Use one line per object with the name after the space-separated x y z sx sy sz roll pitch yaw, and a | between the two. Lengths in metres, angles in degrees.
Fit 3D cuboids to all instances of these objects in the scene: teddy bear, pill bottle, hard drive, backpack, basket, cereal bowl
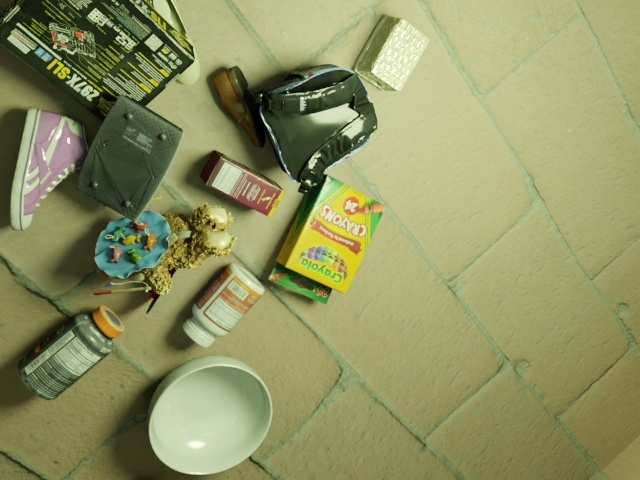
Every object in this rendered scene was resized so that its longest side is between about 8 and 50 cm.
-0.359 0.022 1.488 0.338 0.245 0.113 -30 142 -8 | teddy bear
-0.259 0.173 1.632 0.121 0.121 0.216 41 92 -27 | pill bottle
-0.426 -0.184 1.391 0.172 0.054 0.255 31 113 -11 | hard drive
-0.609 0.269 1.533 0.245 0.130 0.130 -40 117 -4 | pill bottle
-0.007 -0.299 1.514 0.263 0.213 0.277 -24 121 -2 | backpack
0.182 -0.476 1.578 0.113 0.103 0.167 27 97 -27 | basket
-0.308 0.460 1.702 0.338 0.141 0.339 -6 110 -17 | cereal bowl

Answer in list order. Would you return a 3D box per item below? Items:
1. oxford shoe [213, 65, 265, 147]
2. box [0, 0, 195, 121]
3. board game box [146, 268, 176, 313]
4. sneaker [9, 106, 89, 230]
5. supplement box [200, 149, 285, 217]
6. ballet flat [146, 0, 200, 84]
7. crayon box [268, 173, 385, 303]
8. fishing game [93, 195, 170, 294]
-0.197 -0.321 1.525 0.076 0.076 0.212 -14 119 18 | oxford shoe
-0.465 -0.417 1.297 0.257 0.079 0.322 -35 132 18 | box
-0.405 0.104 1.553 0.033 0.133 0.169 33 95 -14 | board game box
-0.609 -0.144 1.408 0.161 0.102 0.282 13 103 -27 | sneaker
-0.196 -0.143 1.554 0.188 0.104 0.081 27 98 -25 | supplement box
-0.339 -0.471 1.402 0.086 0.086 0.249 -25 115 -10 | ballet flat
0.019 0.005 1.669 0.202 0.081 0.319 25 88 -26 | crayon box
-0.436 0.002 1.425 0.189 0.264 0.041 -5 147 8 | fishing game
